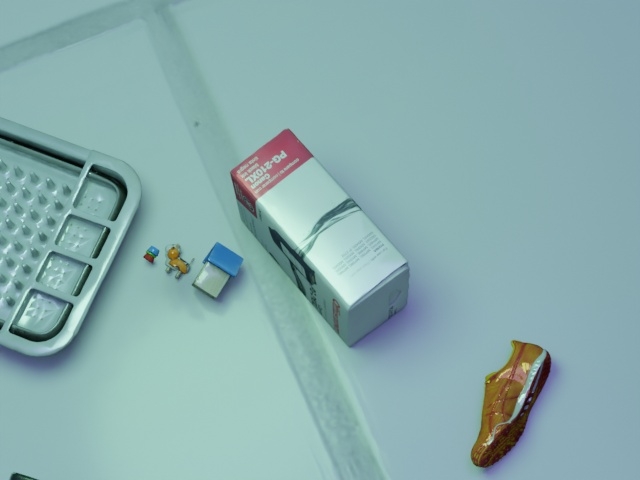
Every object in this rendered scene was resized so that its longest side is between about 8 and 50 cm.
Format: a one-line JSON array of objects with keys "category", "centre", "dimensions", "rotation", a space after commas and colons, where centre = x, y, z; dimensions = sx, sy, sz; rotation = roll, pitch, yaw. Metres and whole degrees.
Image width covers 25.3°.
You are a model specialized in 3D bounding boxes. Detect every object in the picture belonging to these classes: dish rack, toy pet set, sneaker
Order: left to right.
[{"category": "dish rack", "centre": [-0.423, -0.012, 1.875], "dimensions": [0.332, 0.072, 0.286], "rotation": [21, 72, 9]}, {"category": "toy pet set", "centre": [-0.162, 0.020, 1.833], "dimensions": [0.114, 0.122, 0.065], "rotation": [33, 81, -7]}, {"category": "sneaker", "centre": [0.229, 0.207, 1.788], "dimensions": [0.067, 0.064, 0.175], "rotation": [19, 65, 29]}]

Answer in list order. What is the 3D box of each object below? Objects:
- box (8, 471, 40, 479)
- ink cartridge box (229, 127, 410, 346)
[{"category": "box", "centre": [-0.253, 0.343, 1.683], "dimensions": [0.220, 0.175, 0.051], "rotation": [16, 72, 8]}, {"category": "ink cartridge box", "centre": [0.000, 0.000, 1.803], "dimensions": [0.100, 0.172, 0.237], "rotation": [-38, 73, -11]}]
